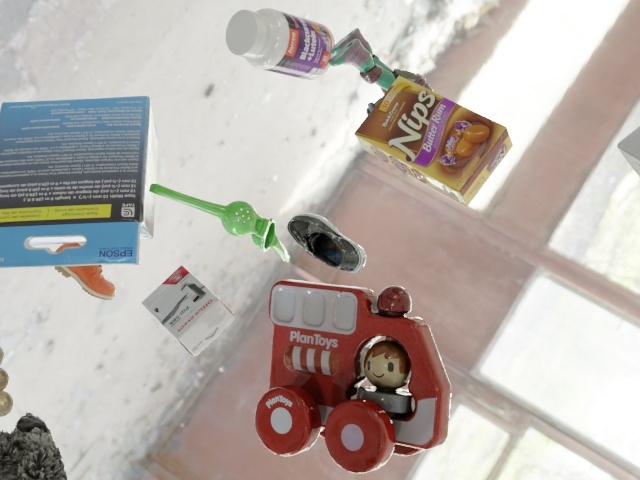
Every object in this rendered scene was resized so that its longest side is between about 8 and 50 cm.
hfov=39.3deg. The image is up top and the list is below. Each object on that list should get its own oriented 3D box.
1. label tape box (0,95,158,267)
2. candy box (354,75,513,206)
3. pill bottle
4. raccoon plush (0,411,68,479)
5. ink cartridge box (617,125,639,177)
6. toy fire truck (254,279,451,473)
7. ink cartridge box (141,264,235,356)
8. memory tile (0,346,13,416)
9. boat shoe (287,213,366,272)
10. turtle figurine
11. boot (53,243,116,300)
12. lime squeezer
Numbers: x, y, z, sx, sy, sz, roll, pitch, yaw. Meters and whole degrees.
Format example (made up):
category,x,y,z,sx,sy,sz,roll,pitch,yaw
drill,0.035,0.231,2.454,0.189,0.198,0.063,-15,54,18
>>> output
category,x,y,z,sx,sy,sz,roll,pitch,yaw
label tape box,-0.397,-0.072,1.436,0.115,0.249,0.347,91,-5,-54
candy box,0.151,-0.137,1.215,0.109,0.187,0.053,-53,147,-7
pill bottle,-0.072,-0.353,1.600,0.193,0.108,0.108,1,119,-49
raccoon plush,-0.603,0.509,1.624,0.299,0.446,0.216,-17,143,-29
ink cartridge box,0.386,-0.049,0.807,0.128,0.176,0.127,-41,-162,9
toy fire truck,0.046,0.188,1.313,0.169,0.302,0.253,1,92,-55
ink cartridge box,-0.223,0.117,1.510,0.099,0.135,0.056,-44,134,-12
memory tile,-0.513,0.208,1.257,0.148,0.113,0.012,-9,154,-28
boat shoe,0.000,0.000,1.150,0.040,0.142,0.049,7,107,-45
turtle figurine,0.111,-0.210,1.360,0.118,0.234,0.175,-43,-163,1
boot,-0.437,0.053,1.725,0.084,0.059,0.158,-44,128,2
lime squeezer,-0.122,-0.016,1.428,0.310,0.110,0.058,29,57,-43
